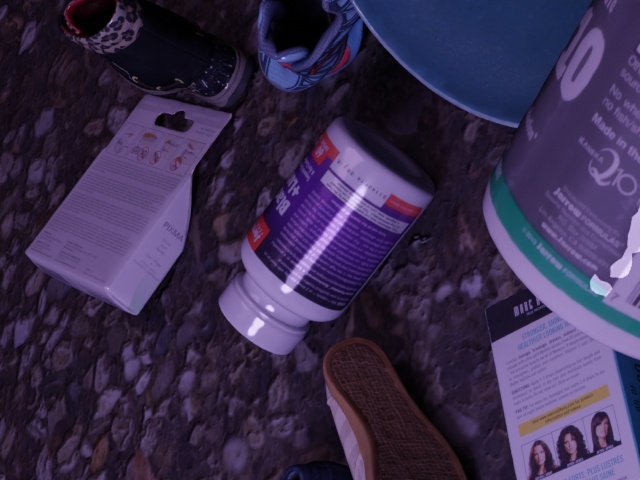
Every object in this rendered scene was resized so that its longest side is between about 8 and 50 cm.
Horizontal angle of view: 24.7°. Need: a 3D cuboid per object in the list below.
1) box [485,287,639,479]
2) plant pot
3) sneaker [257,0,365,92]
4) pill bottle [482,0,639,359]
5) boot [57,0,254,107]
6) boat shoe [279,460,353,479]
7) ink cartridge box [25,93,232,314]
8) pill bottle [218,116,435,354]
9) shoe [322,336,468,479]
[{"bbox_3d":[0.188,0.140,1.005,0.100,0.060,0.244,-31,51,34],"label":"box"},{"bbox_3d":[0.167,-0.256,1.092,0.290,0.290,0.195,7,42,49],"label":"plant pot"},{"bbox_3d":[-0.021,-0.199,1.286,0.125,0.104,0.262,-40,-5,-28],"label":"sneaker"},{"bbox_3d":[0.262,-0.115,0.868,0.361,0.204,0.204,-62,37,32],"label":"pill bottle"},{"bbox_3d":[-0.197,-0.213,1.505,0.236,0.178,0.085,22,88,49],"label":"boot"},{"bbox_3d":[-0.063,0.278,1.192,0.109,0.089,0.258,38,101,49],"label":"boat shoe"},{"bbox_3d":[-0.190,-0.043,1.534,0.181,0.056,0.225,19,67,50],"label":"ink cartridge box"},{"bbox_3d":[0.000,0.000,1.242,0.193,0.108,0.108,-52,42,16],"label":"pill bottle"},{"bbox_3d":[0.061,0.172,1.139,0.076,0.058,0.219,-16,50,-11],"label":"shoe"}]
